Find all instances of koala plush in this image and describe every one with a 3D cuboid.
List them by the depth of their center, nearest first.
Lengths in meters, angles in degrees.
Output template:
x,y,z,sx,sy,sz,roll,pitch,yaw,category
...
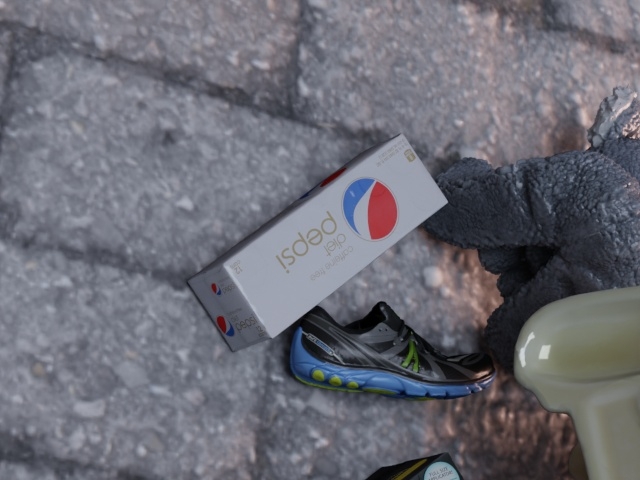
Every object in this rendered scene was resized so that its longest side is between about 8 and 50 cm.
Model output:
x,y,z,sx,sy,sz,roll,pitch,yaw,category
0.243,-0.021,1.668,0.221,0.203,0.196,-29,93,-44,koala plush

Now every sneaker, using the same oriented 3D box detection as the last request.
x,y,z,sx,sy,sz,roll,pitch,yaw,category
0.065,0.090,1.593,0.188,0.067,0.078,11,78,-24,sneaker

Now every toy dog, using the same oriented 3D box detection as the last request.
x,y,z,sx,sy,sz,roll,pitch,yaw,category
0.380,0.184,1.586,0.408,0.395,0.284,37,29,-60,toy dog

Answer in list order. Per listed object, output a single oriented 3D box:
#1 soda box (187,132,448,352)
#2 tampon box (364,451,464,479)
x,y,z,sx,sy,sz,roll,pitch,yaw,category
0.000,0.000,1.579,0.216,0.069,0.074,-37,97,-32,soda box
0.075,0.269,1.533,0.120,0.101,0.161,-34,95,-32,tampon box
